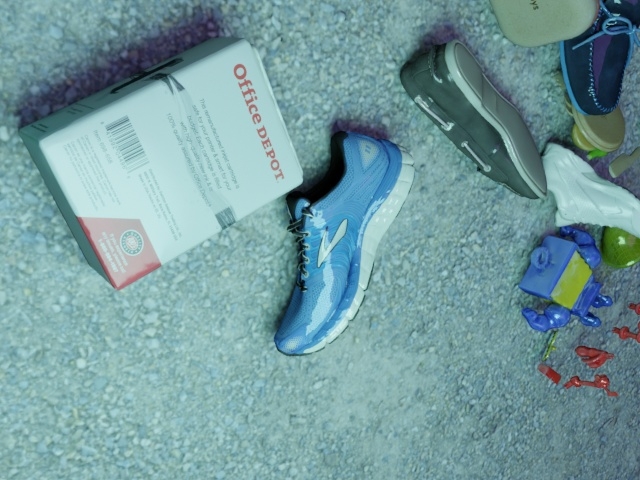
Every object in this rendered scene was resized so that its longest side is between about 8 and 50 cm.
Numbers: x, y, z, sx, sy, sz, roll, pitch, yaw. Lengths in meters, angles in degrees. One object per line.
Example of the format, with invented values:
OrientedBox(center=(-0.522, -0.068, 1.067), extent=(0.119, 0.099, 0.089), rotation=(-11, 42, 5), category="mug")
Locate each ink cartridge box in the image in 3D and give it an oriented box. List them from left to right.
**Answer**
OrientedBox(center=(-0.182, -0.100, 1.000), extent=(0.273, 0.114, 0.197), rotation=(-31, 117, -20), category="ink cartridge box")

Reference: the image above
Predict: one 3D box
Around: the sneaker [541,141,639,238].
OrientedBox(center=(0.447, -0.058, 1.392), extent=(0.232, 0.090, 0.115), rotation=(37, 101, 8), category="sneaker")

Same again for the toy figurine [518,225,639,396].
OrientedBox(center=(0.450, 0.054, 1.408), extent=(0.217, 0.191, 0.363), rotation=(36, 83, -29), category="toy figurine")

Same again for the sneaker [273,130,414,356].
OrientedBox(center=(0.000, 0.000, 1.158), extent=(0.147, 0.130, 0.330), rotation=(23, 88, -20), category="sneaker")

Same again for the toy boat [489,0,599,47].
OrientedBox(center=(0.325, -0.413, 1.235), extent=(0.231, 0.151, 0.151), rotation=(61, 40, -30), category="toy boat")

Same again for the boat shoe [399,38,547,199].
OrientedBox(center=(0.241, -0.172, 1.275), extent=(0.335, 0.095, 0.112), rotation=(44, 44, -37), category="boat shoe")

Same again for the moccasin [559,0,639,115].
OrientedBox(center=(0.446, -0.366, 1.288), extent=(0.137, 0.116, 0.342), rotation=(-11, 102, -41), category="moccasin")

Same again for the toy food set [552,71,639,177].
OrientedBox(center=(0.453, -0.200, 1.388), extent=(0.132, 0.038, 0.192), rotation=(-31, 90, -37), category="toy food set")
